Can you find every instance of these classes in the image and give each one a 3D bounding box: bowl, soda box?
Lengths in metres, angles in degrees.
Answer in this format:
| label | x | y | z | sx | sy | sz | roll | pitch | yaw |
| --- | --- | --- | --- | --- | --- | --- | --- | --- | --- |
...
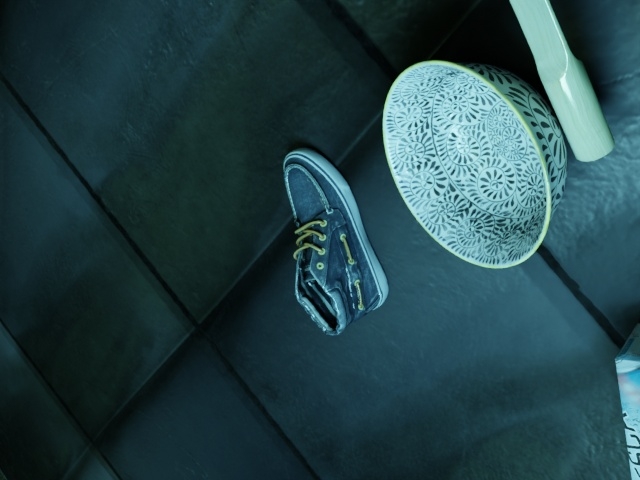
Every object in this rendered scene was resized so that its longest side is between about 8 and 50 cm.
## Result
| label | x | y | z | sx | sy | sz | roll | pitch | yaw |
| --- | --- | --- | --- | --- | --- | --- | --- | --- | --- |
| bowl | 0.134 | -0.071 | 0.627 | 0.170 | 0.080 | 0.170 | 41 | 147 | 35 |
| soda box | 0.287 | 0.162 | 0.654 | 0.058 | 0.063 | 0.183 | 1 | 114 | 39 |

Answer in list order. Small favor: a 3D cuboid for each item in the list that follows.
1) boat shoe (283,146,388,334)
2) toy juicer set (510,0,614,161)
| label | x | y | z | sx | sy | sz | roll | pitch | yaw |
| --- | --- | --- | --- | --- | --- | --- | --- | --- | --- |
| boat shoe | 0.000 | 0.000 | 0.798 | 0.065 | 0.083 | 0.183 | -22 | 99 | 46 |
| toy juicer set | 0.270 | -0.113 | 0.504 | 0.328 | 0.089 | 0.209 | 16 | 142 | 31 |
